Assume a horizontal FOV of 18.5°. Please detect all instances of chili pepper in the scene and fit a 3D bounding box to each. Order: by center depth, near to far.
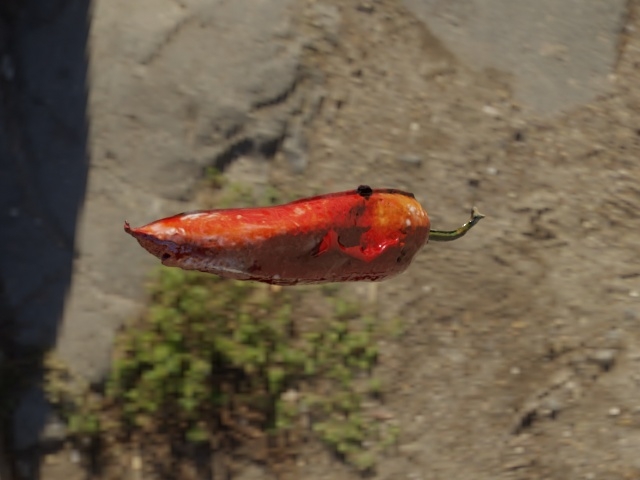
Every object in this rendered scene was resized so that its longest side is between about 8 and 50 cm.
[{"bbox_3d":[0.000,0.000,1.138,0.059,0.268,0.050,-51,57,34],"label":"chili pepper"}]
